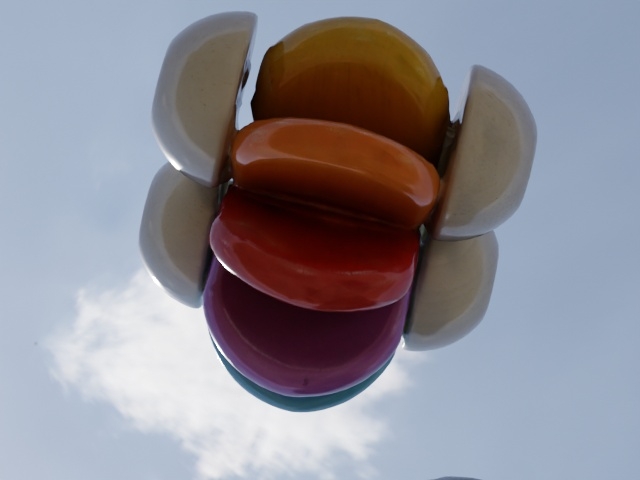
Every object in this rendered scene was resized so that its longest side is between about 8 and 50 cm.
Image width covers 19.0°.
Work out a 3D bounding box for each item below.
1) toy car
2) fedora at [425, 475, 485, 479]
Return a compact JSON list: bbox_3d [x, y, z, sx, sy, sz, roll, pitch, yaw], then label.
[{"bbox_3d":[0.000,0.000,0.807,0.159,0.182,0.136,12,-132,-1],"label":"toy car"},{"bbox_3d":[0.091,0.225,0.773,0.124,0.275,0.244,7,-69,-34],"label":"fedora"}]
